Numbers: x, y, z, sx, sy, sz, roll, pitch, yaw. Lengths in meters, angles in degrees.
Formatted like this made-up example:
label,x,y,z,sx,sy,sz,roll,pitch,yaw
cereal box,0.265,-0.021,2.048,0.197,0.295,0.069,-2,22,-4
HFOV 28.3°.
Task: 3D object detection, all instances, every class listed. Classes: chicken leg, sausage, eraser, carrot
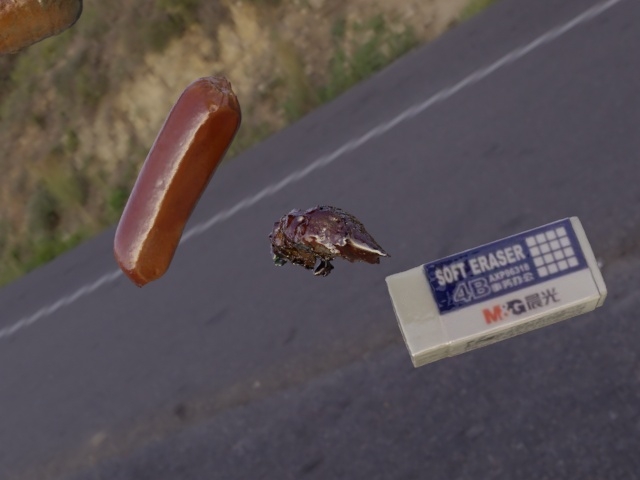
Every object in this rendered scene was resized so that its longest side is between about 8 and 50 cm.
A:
label,x,y,z,sx,sy,sz,roll,pitch,yaw
chicken leg,0.000,0.000,1.568,0.234,0.105,0.063,-13,51,66
sausage,-0.191,-0.075,1.623,0.083,0.089,0.300,6,-62,-51
eraser,0.239,0.070,1.742,0.279,0.124,0.081,-18,-19,-1
carrot,-0.508,-0.334,1.936,0.302,0.138,0.139,-33,11,-15
